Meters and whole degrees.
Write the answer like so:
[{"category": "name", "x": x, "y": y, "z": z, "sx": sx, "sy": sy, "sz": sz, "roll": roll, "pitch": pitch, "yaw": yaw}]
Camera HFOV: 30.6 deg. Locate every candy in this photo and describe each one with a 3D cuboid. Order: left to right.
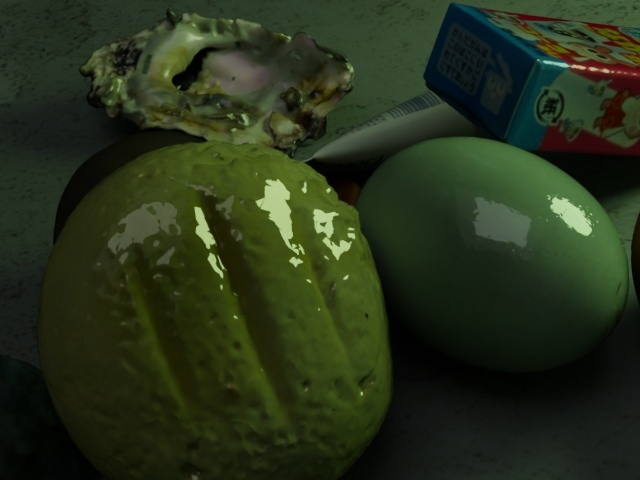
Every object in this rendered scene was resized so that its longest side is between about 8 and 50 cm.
[{"category": "candy", "x": 0.279, "y": -0.165, "z": 1.228, "sx": 0.306, "sy": 0.100, "sz": 0.157, "roll": 1, "pitch": 29, "yaw": -32}]

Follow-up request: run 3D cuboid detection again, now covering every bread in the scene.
[{"category": "bread", "x": -0.087, "y": 0.077, "z": 0.997, "sx": 0.321, "sy": 0.237, "sz": 0.320, "roll": 0, "pitch": 85, "yaw": -2}]

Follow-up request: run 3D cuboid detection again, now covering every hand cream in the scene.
[{"category": "hand cream", "x": 0.084, "y": -0.116, "z": 1.323, "sx": 0.248, "sy": 0.133, "sz": 0.083, "roll": -19, "pitch": 85, "yaw": -6}]

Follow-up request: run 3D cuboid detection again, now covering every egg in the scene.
[{"category": "egg", "x": 0.153, "y": 0.011, "z": 1.082, "sx": 0.283, "sy": 0.203, "sz": 0.203, "roll": 27, "pitch": 55, "yaw": 35}]

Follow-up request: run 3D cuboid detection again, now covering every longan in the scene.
[{"category": "longan", "x": -0.168, "y": -0.020, "z": 1.212, "sx": 0.220, "sy": 0.196, "sz": 0.196, "roll": -24, "pitch": 41, "yaw": -29}]

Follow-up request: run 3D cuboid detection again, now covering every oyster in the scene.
[{"category": "oyster", "x": -0.130, "y": -0.193, "z": 1.476, "sx": 0.355, "sy": 0.107, "sz": 0.201, "roll": 19, "pitch": 70, "yaw": 16}]

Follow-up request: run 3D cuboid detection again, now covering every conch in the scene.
[{"category": "conch", "x": -0.350, "y": 0.199, "z": 1.043, "sx": 0.220, "sy": 0.195, "sz": 0.277, "roll": 44, "pitch": 35, "yaw": 13}]

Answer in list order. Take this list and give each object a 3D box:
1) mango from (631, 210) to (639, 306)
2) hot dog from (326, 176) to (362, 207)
[{"category": "mango", "x": 0.359, "y": 0.048, "z": 1.038, "sx": 0.156, "sy": 0.151, "sz": 0.248, "roll": 14, "pitch": 41, "yaw": -25}, {"category": "hot dog", "x": 0.000, "y": 0.000, "z": 1.242, "sx": 0.092, "sy": 0.062, "sz": 0.235, "roll": 10, "pitch": 39, "yaw": 2}]
